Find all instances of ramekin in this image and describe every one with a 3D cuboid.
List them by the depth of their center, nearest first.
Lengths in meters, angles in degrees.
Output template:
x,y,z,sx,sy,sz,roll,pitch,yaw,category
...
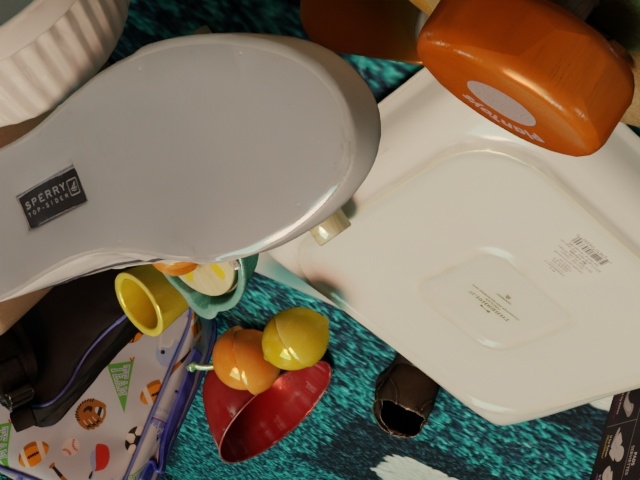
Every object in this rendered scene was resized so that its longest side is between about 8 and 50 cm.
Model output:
x,y,z,sx,sy,sz,roll,pitch,yaw,category
-0.219,-0.169,0.575,0.207,0.207,0.109,18,163,14,ramekin

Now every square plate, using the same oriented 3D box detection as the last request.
x,y,z,sx,sy,sz,roll,pitch,yaw,category
0.140,0.031,0.726,0.347,0.049,0.344,38,143,-17,square plate

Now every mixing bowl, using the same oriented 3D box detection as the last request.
x,y,z,sx,sy,sz,roll,pitch,yaw,category
-0.084,0.188,1.183,0.098,0.181,0.181,46,164,27,mixing bowl

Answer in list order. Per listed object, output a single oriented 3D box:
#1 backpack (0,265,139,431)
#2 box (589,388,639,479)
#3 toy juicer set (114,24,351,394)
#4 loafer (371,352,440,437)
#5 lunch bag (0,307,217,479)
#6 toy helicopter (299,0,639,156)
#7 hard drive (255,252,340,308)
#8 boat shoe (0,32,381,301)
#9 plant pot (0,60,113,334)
x,y,z,sx,sy,sz,roll,pitch,yaw,category
-0.329,0.048,1.034,0.263,0.276,0.213,37,153,5,backpack
0.383,0.213,0.791,0.247,0.163,0.142,27,155,-5,box
-0.078,0.019,0.752,0.209,0.089,0.329,43,141,17,toy juicer set
0.096,0.203,1.121,0.080,0.078,0.220,20,153,10,loafer
-0.272,0.189,1.155,0.243,0.303,0.115,15,164,18,lunch bag
0.036,-0.158,0.461,0.355,0.140,0.235,33,-179,19,toy helicopter
0.000,0.000,0.871,0.307,0.040,0.203,24,154,3,hard drive
-0.093,-0.040,0.612,0.367,0.156,0.136,-19,91,36,boat shoe
-0.296,-0.042,0.839,0.263,0.229,0.263,19,153,10,plant pot
